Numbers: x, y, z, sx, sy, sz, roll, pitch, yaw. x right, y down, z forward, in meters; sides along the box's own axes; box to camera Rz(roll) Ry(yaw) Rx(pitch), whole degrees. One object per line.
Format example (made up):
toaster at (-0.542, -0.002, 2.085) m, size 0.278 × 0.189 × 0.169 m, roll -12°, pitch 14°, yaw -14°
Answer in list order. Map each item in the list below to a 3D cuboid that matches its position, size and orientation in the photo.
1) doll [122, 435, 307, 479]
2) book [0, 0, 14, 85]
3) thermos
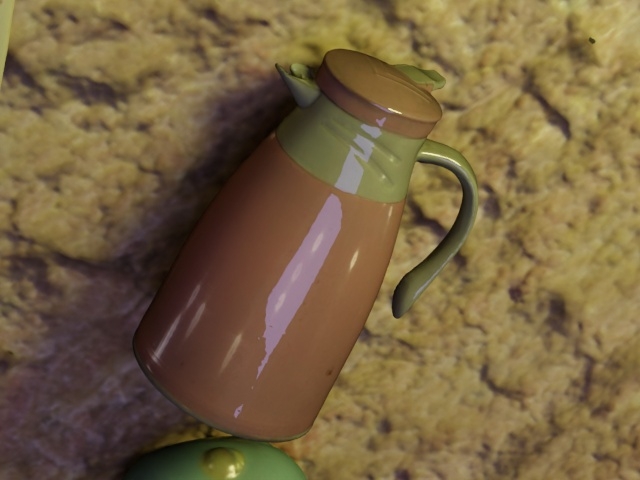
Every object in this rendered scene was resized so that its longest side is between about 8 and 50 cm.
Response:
doll at (-0.071, 0.273, 1.373) m, size 0.177 × 0.260 × 0.161 m, roll 3°, pitch 123°, yaw -11°
book at (-0.295, -0.163, 1.113) m, size 0.232 × 0.022 × 0.162 m, roll 2°, pitch 115°, yaw -32°
thermos at (0.000, 0.000, 1.267) m, size 0.176 × 0.146 × 0.265 m, roll 24°, pitch 113°, yaw -16°
